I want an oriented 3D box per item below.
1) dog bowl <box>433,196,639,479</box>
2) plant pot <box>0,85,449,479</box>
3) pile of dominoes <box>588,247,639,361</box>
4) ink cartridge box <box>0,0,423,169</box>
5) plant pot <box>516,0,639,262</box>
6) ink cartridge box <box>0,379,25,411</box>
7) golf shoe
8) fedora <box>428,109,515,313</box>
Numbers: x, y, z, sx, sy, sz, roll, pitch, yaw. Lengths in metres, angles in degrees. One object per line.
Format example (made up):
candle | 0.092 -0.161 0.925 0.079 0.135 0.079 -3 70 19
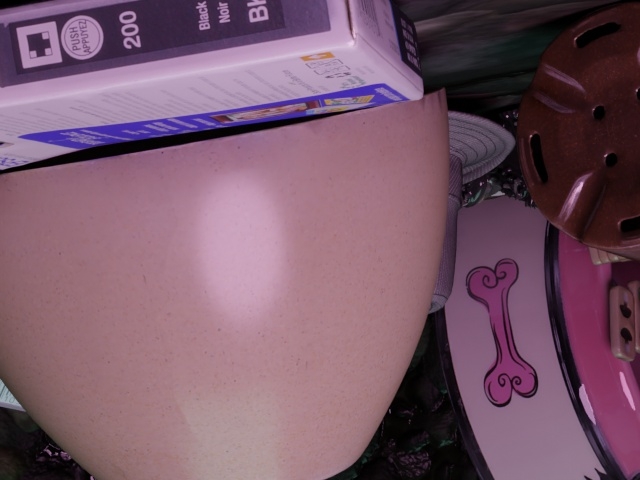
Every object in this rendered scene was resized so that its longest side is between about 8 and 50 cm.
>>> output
dog bowl | 0.275 0.094 1.715 0.150 0.408 0.408 -19 172 34
plant pot | -0.059 0.034 1.043 0.284 0.191 0.284 -9 -174 1
pile of dominoes | 0.293 -0.011 1.609 0.040 0.196 0.251 -13 176 35
ink cartridge box | -0.072 -0.069 0.799 0.208 0.045 0.206 -10 178 9
plant pot | 0.198 -0.052 1.023 0.167 0.167 0.165 -11 168 38
ink cartridge box | -0.143 0.050 1.405 0.223 0.045 0.224 14 -147 -22
golf shoe | 0.157 -0.067 1.435 0.094 0.077 0.198 -20 -169 -34
fedora | 0.000 0.000 1.345 0.275 0.124 0.243 -6 169 16
